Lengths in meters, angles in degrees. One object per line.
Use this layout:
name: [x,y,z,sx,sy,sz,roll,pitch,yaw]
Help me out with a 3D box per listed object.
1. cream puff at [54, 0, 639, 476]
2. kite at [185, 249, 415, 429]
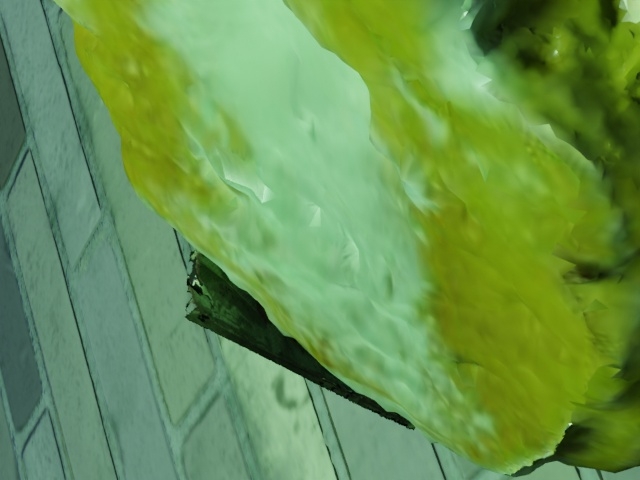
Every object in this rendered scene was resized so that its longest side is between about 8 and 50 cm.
cream puff: [0.079,-0.113,0.557,0.378,0.275,0.378,39,152,26]
kite: [0.000,0.000,0.786,0.013,0.323,0.267,-31,101,21]
